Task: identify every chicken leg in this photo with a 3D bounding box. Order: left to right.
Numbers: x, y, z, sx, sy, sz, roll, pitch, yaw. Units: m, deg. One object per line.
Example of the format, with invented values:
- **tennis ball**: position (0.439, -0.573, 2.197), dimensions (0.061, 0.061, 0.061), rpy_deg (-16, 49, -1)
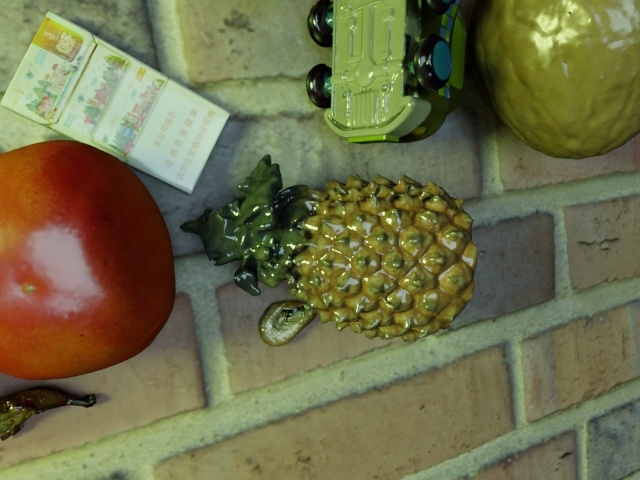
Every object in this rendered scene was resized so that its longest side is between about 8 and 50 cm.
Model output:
- **chicken leg**: position (-0.351, 0.204, 0.525), dimensions (0.145, 0.037, 0.062), rpy_deg (-16, 123, -18)

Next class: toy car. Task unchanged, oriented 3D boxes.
- **toy car**: position (0.114, -0.254, 0.596), dimensions (0.198, 0.204, 0.247), rpy_deg (-6, 100, -44)

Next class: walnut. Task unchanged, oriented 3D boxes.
- **walnut**: position (0.365, -0.276, 0.620), dimensions (0.333, 0.333, 0.332), rpy_deg (-2, 96, -21)

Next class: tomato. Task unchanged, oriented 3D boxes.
- **tomato**: position (-0.279, 0.027, 0.458), dimensions (0.260, 0.180, 0.259), rpy_deg (-2, 96, -18)

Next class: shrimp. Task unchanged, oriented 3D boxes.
- **shrimp**: position (-0.043, 0.108, 0.640), dimensions (0.108, 0.023, 0.059), rpy_deg (-42, 99, -13)

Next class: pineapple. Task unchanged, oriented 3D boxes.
- **pineapple**: position (0.000, 0.000, 0.563), dimensions (0.358, 0.223, 0.222), rpy_deg (13, 91, -11)

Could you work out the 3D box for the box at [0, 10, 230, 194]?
- **box**: position (-0.235, -0.158, 0.533), dimensions (0.221, 0.032, 0.122), rpy_deg (26, 86, -21)
